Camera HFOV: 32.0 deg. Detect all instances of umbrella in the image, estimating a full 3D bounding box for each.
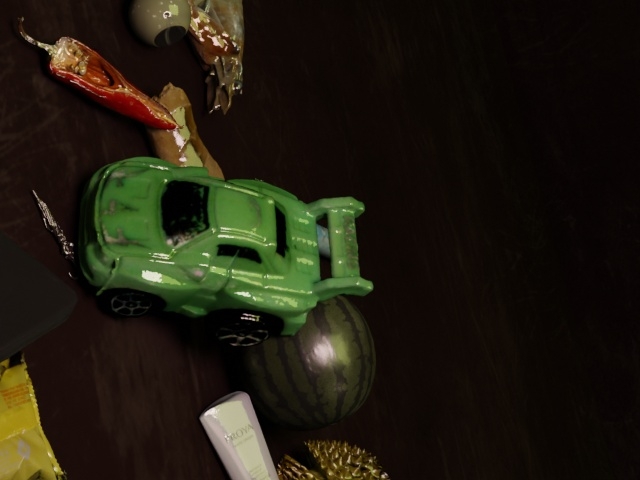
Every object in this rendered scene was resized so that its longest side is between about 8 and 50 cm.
[{"bbox_3d":[-0.321,-0.008,1.364,0.022,0.013,0.122,-32,104,-39],"label":"umbrella"}]

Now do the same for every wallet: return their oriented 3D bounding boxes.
[{"bbox_3d":[-0.366,0.072,1.146,0.149,0.044,0.250,36,28,6],"label":"wallet"}]

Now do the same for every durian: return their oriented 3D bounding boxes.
[{"bbox_3d":[0.044,0.406,1.645,0.237,0.138,0.193,52,34,-34],"label":"durian"}]

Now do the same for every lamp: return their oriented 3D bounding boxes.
[{"bbox_3d":[-0.252,-0.362,1.632,0.091,0.091,0.163,1,57,-61],"label":"lamp"}]

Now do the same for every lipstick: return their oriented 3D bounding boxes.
[{"bbox_3d":[0.000,0.000,1.895,0.158,0.048,0.048,24,54,-55],"label":"lipstick"}]

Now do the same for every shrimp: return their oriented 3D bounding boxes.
[{"bbox_3d":[-0.184,-0.344,1.751,0.168,0.077,0.317,16,55,-46],"label":"shrimp"}]

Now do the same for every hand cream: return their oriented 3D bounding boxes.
[{"bbox_3d":[-0.089,0.334,1.541,0.079,0.048,0.255,-27,99,-36],"label":"hand cream"}]

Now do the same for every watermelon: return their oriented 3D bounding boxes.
[{"bbox_3d":[-0.024,0.165,1.593,0.212,0.212,0.212,38,43,-47],"label":"watermelon"}]

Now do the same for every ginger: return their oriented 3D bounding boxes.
[{"bbox_3d":[-0.196,-0.130,1.594,0.095,0.069,0.190,-33,109,-37],"label":"ginger"}]

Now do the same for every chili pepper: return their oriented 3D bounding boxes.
[{"bbox_3d":[-0.292,-0.211,1.473,0.268,0.050,0.059,30,66,-37],"label":"chili pepper"}]

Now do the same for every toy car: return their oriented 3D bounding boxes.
[{"bbox_3d":[-0.127,0.002,1.451,0.359,0.176,0.213,18,54,-29],"label":"toy car"}]

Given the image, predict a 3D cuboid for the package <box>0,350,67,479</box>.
[{"bbox_3d":[-0.353,0.201,1.104,0.226,0.090,0.168,-17,86,-61],"label":"package"}]
